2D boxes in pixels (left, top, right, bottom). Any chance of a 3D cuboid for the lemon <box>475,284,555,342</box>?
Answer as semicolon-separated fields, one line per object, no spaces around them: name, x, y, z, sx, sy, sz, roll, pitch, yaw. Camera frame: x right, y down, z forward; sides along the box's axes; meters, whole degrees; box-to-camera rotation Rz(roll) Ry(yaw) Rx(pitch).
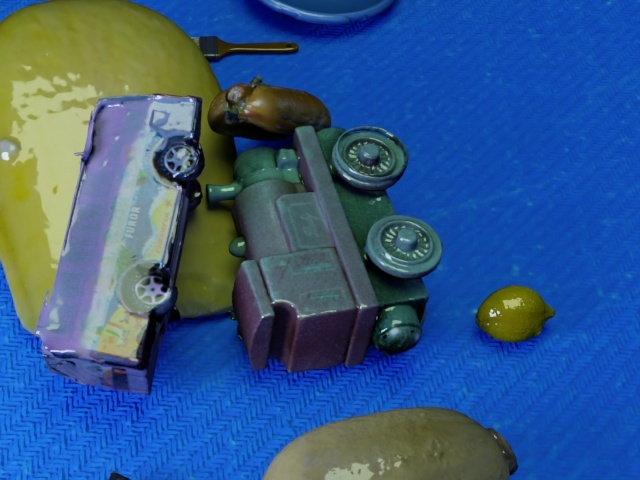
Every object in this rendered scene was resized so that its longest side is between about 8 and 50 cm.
lemon;0.215;0.081;1.554;0.092;0.065;0.065;-5;49;-8

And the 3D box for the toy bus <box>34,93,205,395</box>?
toy bus;-0.202;-0.004;1.474;0.138;0.112;0.317;9;65;-2

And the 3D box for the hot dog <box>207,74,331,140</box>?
hot dog;-0.058;-0.153;1.647;0.100;0.249;0.068;-1;91;17

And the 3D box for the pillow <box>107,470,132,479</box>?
pillow;-0.168;0.288;1.355;0.150;0.048;0.090;28;60;14

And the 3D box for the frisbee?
frisbee;-0.005;-0.372;1.942;0.242;0.045;0.242;7;47;-7

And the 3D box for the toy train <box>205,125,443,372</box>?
toy train;0.000;0.000;1.546;0.221;0.150;0.304;-7;51;-15

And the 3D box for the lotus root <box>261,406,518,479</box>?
lotus root;0.054;0.241;1.355;0.303;0.131;0.146;-14;51;-16

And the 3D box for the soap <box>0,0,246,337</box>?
soap;-0.244;-0.091;1.617;0.306;0.115;0.427;-8;70;-16

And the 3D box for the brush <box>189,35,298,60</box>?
brush;-0.113;-0.254;1.855;0.170;0.014;0.043;-2;51;-6
